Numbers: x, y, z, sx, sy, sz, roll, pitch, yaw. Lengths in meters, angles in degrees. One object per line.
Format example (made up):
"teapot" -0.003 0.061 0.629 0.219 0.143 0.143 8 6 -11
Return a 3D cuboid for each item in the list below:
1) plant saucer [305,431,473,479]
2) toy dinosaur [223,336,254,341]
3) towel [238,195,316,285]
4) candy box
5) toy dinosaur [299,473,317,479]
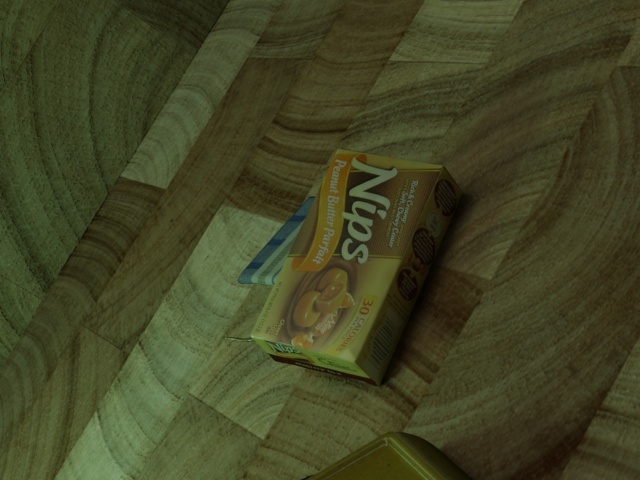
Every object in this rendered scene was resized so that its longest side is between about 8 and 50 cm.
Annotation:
"plant saucer" 0.038 0.338 1.640 0.333 0.081 0.333 -29 22 -12
"toy dinosaur" -0.043 0.116 2.285 0.211 0.064 0.112 -40 15 -1
"towel" 0.000 0.000 2.314 0.209 0.034 0.285 -48 21 -21
"candy box" 0.053 0.032 2.088 0.183 0.087 0.316 12 66 33
"toy dinosaur" -0.021 0.362 1.859 0.313 0.121 0.160 -56 37 9
